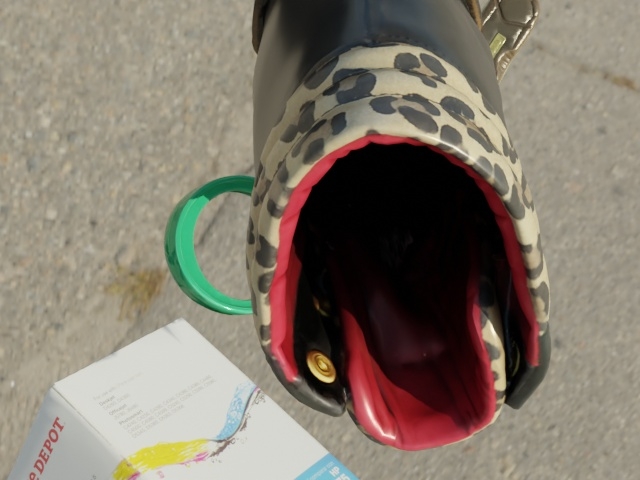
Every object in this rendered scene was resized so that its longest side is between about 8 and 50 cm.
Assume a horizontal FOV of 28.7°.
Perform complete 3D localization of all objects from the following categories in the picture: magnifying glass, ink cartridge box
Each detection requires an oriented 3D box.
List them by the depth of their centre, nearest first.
[{"bbox_3d":[0.000,0.000,0.857,0.231,0.026,0.092,-4,83,-32],"label":"magnifying glass"},{"bbox_3d":[-0.136,0.254,1.211,0.270,0.198,0.197,41,35,16],"label":"ink cartridge box"}]

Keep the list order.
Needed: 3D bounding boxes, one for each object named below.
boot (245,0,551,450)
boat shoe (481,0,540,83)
[{"bbox_3d":[0.035,-0.016,0.642,0.138,0.377,0.284,-5,44,1],"label":"boot"},{"bbox_3d":[0.140,-0.159,1.205,0.068,0.072,0.190,42,84,-6],"label":"boat shoe"}]
